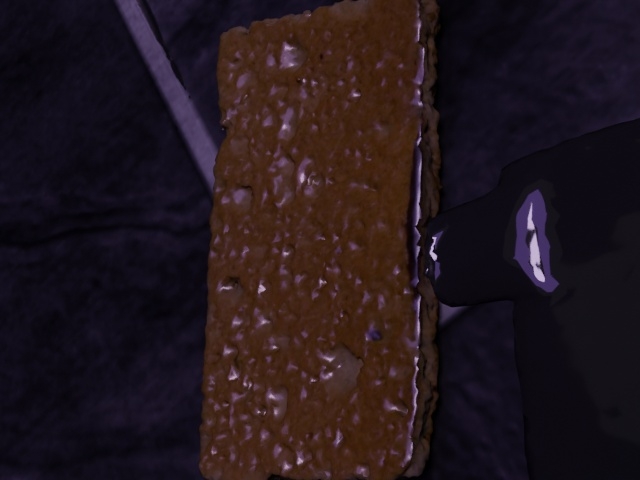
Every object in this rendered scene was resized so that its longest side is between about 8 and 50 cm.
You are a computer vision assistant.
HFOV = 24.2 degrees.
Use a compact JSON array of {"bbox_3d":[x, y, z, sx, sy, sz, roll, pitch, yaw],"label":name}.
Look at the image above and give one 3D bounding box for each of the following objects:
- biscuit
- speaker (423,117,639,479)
[{"bbox_3d":[0.000,0.000,0.700,0.131,0.025,0.231,-6,76,37],"label":"biscuit"},{"bbox_3d":[0.189,0.076,0.442,0.254,0.184,0.232,-16,69,36],"label":"speaker"}]
